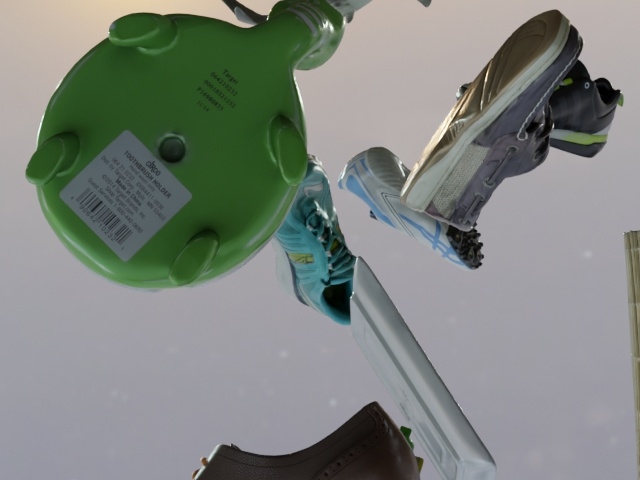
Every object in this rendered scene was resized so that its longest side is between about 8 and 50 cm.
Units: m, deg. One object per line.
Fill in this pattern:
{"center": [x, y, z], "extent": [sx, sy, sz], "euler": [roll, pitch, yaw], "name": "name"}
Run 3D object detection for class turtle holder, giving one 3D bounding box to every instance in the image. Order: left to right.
{"center": [-0.128, -0.106, 1.594], "extent": [0.243, 0.320, 0.227], "euler": [16, 175, -2], "name": "turtle holder"}

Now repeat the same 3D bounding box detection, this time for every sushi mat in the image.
{"center": [0.412, 0.134, 2.000], "extent": [0.019, 0.317, 0.151], "euler": [1, 172, -25], "name": "sushi mat"}

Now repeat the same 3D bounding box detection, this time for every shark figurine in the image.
{"center": [0.019, -0.326, 2.070], "extent": [0.278, 0.116, 0.166], "euler": [-29, 137, 22], "name": "shark figurine"}

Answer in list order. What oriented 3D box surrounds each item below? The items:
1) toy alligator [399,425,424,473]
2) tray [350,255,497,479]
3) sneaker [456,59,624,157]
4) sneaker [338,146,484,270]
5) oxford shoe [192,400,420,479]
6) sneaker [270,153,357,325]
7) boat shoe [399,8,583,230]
{"center": [0.069, 0.270, 1.805], "extent": [0.056, 0.051, 0.190], "euler": [18, -124, 5], "name": "toy alligator"}
{"center": [0.096, 0.155, 1.752], "extent": [0.030, 0.270, 0.145], "euler": [-27, 154, -11], "name": "tray"}
{"center": [0.239, -0.158, 1.822], "extent": [0.234, 0.097, 0.084], "euler": [7, -154, -46], "name": "sneaker"}
{"center": [0.124, -0.037, 2.259], "extent": [0.086, 0.237, 0.085], "euler": [-30, -149, 42], "name": "sneaker"}
{"center": [-0.087, 0.247, 1.419], "extent": [0.363, 0.133, 0.130], "euler": [-21, 167, 2], "name": "oxford shoe"}
{"center": [0.000, 0.000, 2.029], "extent": [0.107, 0.275, 0.110], "euler": [-39, -126, -15], "name": "sneaker"}
{"center": [0.173, -0.104, 1.581], "extent": [0.092, 0.285, 0.103], "euler": [30, -132, -8], "name": "boat shoe"}
